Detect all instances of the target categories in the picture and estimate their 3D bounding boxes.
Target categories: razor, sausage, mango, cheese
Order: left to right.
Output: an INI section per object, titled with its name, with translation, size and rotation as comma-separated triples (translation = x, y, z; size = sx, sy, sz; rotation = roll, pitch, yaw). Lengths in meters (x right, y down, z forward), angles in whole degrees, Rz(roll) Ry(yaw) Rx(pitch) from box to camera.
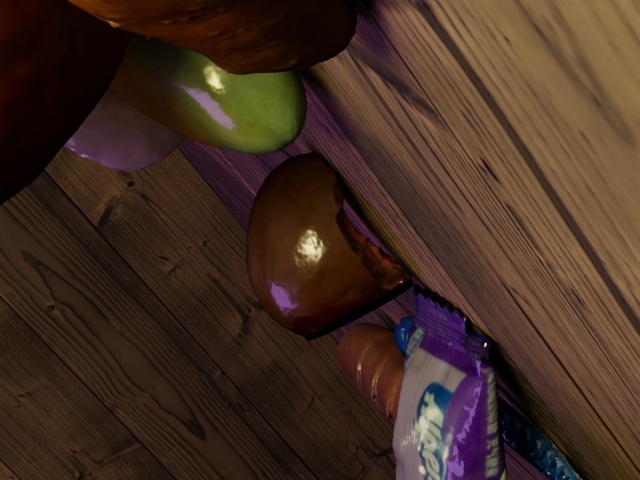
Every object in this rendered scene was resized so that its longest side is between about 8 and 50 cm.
[cheese]
translation = -0.221, -0.187, 1.151
size = 0.251, 0.173, 0.248
rotation = 46, 178, -38
[mango]
translation = -0.076, -0.110, 0.827
size = 0.194, 0.092, 0.130
rotation = 40, 169, 41
[sausage]
translation = 0.103, 0.167, 1.466
size = 0.088, 0.088, 0.433
rotation = 51, 176, -17
[razor]
translation = 0.152, 0.157, 1.105
size = 0.056, 0.093, 0.324
rotation = 9, -157, -31

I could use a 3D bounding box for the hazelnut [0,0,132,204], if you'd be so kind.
[hazelnut]
translation = -0.279, -0.192, 0.668
size = 0.420, 0.352, 0.421
rotation = 24, 133, 28

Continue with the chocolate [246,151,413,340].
[chocolate]
translation = 0.000, 0.000, 1.056
size = 0.133, 0.127, 0.124
rotation = 62, 149, 13

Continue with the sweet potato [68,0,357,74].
[sweet potato]
translation = -0.061, -0.129, 0.425
size = 0.112, 0.112, 0.359
rotation = 49, 178, 14

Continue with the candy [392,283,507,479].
[candy]
translation = 0.100, 0.178, 1.049
size = 0.145, 0.070, 0.275
rotation = -146, 53, -66
